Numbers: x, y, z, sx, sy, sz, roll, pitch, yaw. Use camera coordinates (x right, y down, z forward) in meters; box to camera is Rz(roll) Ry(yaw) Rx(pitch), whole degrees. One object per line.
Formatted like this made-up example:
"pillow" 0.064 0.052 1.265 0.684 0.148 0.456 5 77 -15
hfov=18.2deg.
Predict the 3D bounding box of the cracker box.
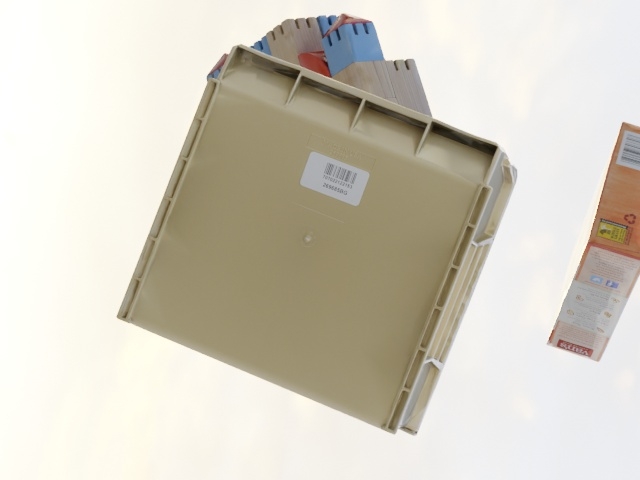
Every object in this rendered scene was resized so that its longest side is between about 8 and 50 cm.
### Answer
"cracker box" 0.304 0.005 2.092 0.232 0.067 0.156 98 10 -60

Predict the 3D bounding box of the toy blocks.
"toy blocks" -0.001 -0.157 2.458 0.381 0.190 0.261 -28 -105 50

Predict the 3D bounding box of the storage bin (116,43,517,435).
"storage bin" 0.000 0.000 1.697 0.123 0.262 0.260 10 102 -78
